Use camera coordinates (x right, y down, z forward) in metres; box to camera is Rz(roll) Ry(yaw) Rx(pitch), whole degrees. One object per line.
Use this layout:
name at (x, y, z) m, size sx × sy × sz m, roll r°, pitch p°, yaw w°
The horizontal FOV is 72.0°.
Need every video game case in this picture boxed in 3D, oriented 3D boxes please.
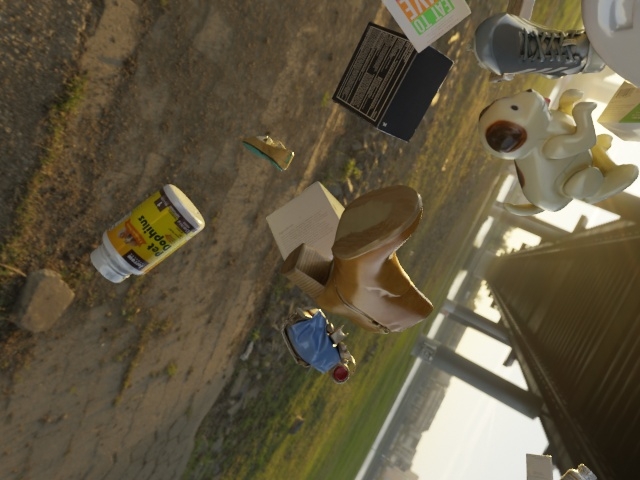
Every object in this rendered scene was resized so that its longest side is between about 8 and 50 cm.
video game case at (0.443, -0.484, 1.013) m, size 0.206 × 0.026 × 0.226 m, roll -57°, pitch 157°, yaw -69°

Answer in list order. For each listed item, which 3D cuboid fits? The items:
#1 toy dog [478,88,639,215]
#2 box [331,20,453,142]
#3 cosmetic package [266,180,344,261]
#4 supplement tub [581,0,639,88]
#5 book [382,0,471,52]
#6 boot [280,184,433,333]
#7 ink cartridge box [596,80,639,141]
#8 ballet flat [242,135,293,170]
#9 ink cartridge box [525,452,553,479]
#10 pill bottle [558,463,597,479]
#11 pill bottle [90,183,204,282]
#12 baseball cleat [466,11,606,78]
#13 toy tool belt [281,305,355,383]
toy dog at (0.677, -0.297, 1.376) m, size 0.395 × 0.408 × 0.284 m, roll -39°, pitch -156°, yaw 43°
box at (0.237, -0.541, 1.512) m, size 0.183 × 0.294 × 0.296 m, roll 10°, pitch 117°, yaw -39°
cosmetic package at (0.000, 0.000, 0.998) m, size 0.152 × 0.183 × 0.151 m, roll -34°, pitch 147°, yaw 11°
supplement tub at (0.428, -0.310, 0.399) m, size 0.316 × 0.228 × 0.228 m, roll -53°, pitch 160°, yaw -4°
book at (0.149, -0.375, 0.665) m, size 0.096 × 0.144 × 0.035 m, roll -29°, pitch -143°, yaw 32°
boot at (0.096, 0.047, 0.637) m, size 0.295 × 0.211 × 0.104 m, roll -31°, pitch -147°, yaw 49°
ink cartridge box at (0.930, -0.437, 1.147) m, size 0.353 × 0.119 × 0.207 m, roll -60°, pitch -168°, yaw 12°
ballet flat at (-0.162, -0.289, 1.394) m, size 0.073 × 0.232 × 0.080 m, roll -51°, pitch 142°, yaw -2°
ink cartridge box at (0.551, 0.644, 1.101) m, size 0.104 × 0.062 × 0.181 m, roll 57°, pitch 39°, yaw -43°
pill bottle at (0.441, 0.433, 0.771) m, size 0.083 × 0.043 × 0.043 m, roll -41°, pitch 158°, yaw -5°
pill bottle at (-0.357, -0.010, 0.908) m, size 0.215 × 0.117 × 0.117 m, roll -38°, pitch 159°, yaw -2°
baseball cleat at (0.275, -0.237, 0.527) m, size 0.206 × 0.110 × 0.071 m, roll -13°, pitch 106°, yaw -35°
toy tool belt at (0.001, 0.096, 0.399) m, size 0.052 × 0.083 × 0.051 m, roll -35°, pitch 176°, yaw -14°
